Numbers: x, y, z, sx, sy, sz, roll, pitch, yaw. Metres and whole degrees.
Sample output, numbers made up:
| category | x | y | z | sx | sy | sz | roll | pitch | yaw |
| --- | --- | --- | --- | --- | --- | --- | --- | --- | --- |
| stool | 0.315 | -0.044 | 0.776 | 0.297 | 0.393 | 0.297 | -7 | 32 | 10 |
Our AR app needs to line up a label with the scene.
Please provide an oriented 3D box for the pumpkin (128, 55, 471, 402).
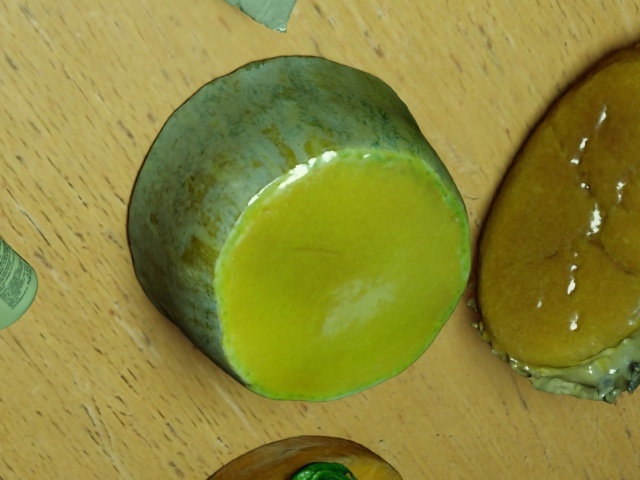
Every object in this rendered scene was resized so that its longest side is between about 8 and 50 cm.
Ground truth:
| category | x | y | z | sx | sy | sz | roll | pitch | yaw |
| --- | --- | --- | --- | --- | --- | --- | --- | --- | --- |
| pumpkin | 0.000 | 0.000 | 1.924 | 0.332 | 0.199 | 0.332 | -14 | 121 | -25 |

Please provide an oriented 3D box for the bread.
| category | x | y | z | sx | sy | sz | roll | pitch | yaw |
| --- | --- | --- | --- | --- | --- | --- | --- | --- | --- |
| bread | 0.308 | -0.020 | 2.073 | 0.183 | 0.236 | 0.389 | 20 | 98 | -52 |

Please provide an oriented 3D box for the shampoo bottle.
| category | x | y | z | sx | sy | sz | roll | pitch | yaw |
| --- | --- | --- | --- | --- | --- | --- | --- | --- | --- |
| shampoo bottle | -0.339 | 0.012 | 1.812 | 0.079 | 0.079 | 0.162 | -44 | 128 | -1 |

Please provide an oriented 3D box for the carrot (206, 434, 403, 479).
| category | x | y | z | sx | sy | sz | roll | pitch | yaw |
| --- | --- | --- | --- | --- | --- | --- | --- | --- | --- |
| carrot | -0.032 | 0.340 | 2.153 | 0.307 | 0.100 | 0.258 | -22 | 126 | -21 |

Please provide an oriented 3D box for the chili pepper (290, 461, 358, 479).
| category | x | y | z | sx | sy | sz | roll | pitch | yaw |
| --- | --- | --- | --- | --- | --- | --- | --- | --- | --- |
| chili pepper | 0.021 | 0.289 | 2.079 | 0.073 | 0.050 | 0.182 | -38 | 131 | -13 |

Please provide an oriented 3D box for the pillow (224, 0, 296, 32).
| category | x | y | z | sx | sy | sz | roll | pitch | yaw |
| --- | --- | --- | --- | --- | --- | --- | --- | --- | --- |
| pillow | -0.078 | -0.283 | 1.788 | 0.181 | 0.078 | 0.134 | 26 | 116 | -31 |
